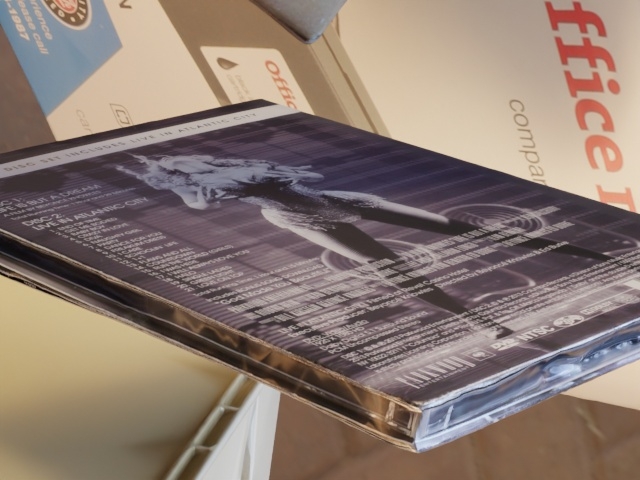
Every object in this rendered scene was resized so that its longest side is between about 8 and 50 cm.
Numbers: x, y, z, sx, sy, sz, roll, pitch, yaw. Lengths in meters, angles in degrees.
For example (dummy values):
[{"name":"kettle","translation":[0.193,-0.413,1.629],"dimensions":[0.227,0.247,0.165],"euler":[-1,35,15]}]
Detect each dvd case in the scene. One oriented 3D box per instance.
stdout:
[{"name":"dvd case","translation":[0.000,0.000,0.561],"dimensions":[0.164,0.221,0.018],"euler":[-17,118,-44]}]

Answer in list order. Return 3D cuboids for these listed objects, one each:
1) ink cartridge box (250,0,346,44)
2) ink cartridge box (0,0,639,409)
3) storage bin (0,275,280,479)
[{"name":"ink cartridge box","translation":[-0.010,-0.205,0.512],"dimensions":[0.193,0.088,0.235],"euler":[35,103,-24]},{"name":"ink cartridge box","translation":[0.046,-0.092,0.896],"dimensions":[0.166,0.395,0.285],"euler":[-47,130,-35]},{"name":"storage bin","translation":[-0.161,0.093,0.685],"dimensions":[0.262,0.260,0.123],"euler":[12,109,9]}]
